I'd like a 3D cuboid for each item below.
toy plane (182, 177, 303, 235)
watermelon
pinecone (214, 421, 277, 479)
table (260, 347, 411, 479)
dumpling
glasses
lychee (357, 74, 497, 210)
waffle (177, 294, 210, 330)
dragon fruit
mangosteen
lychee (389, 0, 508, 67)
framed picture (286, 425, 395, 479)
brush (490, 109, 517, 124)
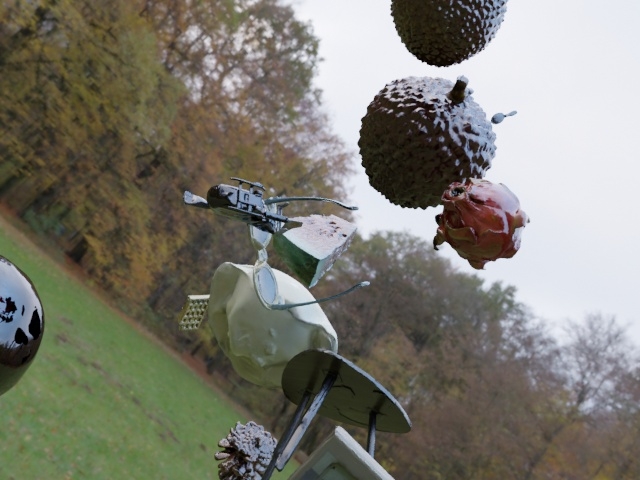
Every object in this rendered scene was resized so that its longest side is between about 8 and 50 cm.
[{"bbox_3d":[-0.106,-0.048,0.974,0.197,0.053,0.078,16,-25,-36],"label":"toy plane"},{"bbox_3d":[0.000,0.000,1.454,0.154,0.241,0.094,41,-53,21],"label":"watermelon"},{"bbox_3d":[-0.204,0.599,1.731,0.150,0.195,0.179,1,2,33],"label":"pinecone"},{"bbox_3d":[-0.007,0.411,1.315,0.317,0.249,0.317,17,-37,13],"label":"table"},{"bbox_3d":[-0.136,0.242,1.677,0.395,0.315,0.233,27,23,17],"label":"dumpling"},{"bbox_3d":[-0.034,0.015,1.009,0.088,0.189,0.221,-2,-5,-43],"label":"glasses"},{"bbox_3d":[0.202,-0.190,1.188,0.264,0.264,0.300,40,-41,6],"label":"lychee"},{"bbox_3d":[-0.397,0.225,1.970,0.092,0.135,0.021,2,33,-47],"label":"waffle"},{"bbox_3d":[0.238,-0.029,0.933,0.133,0.136,0.166,15,-15,41],"label":"dragon fruit"},{"bbox_3d":[-0.651,0.145,1.120,0.297,0.297,0.313,33,-18,28],"label":"mangosteen"},{"bbox_3d":[0.202,-0.378,1.013,0.194,0.194,0.194,38,-15,12],"label":"lychee"},{"bbox_3d":[0.070,0.460,0.646,0.446,0.326,0.028,42,7,7],"label":"framed picture"},{"bbox_3d":[0.386,-0.260,1.329,0.008,0.083,0.024,17,-58,52],"label":"brush"}]
